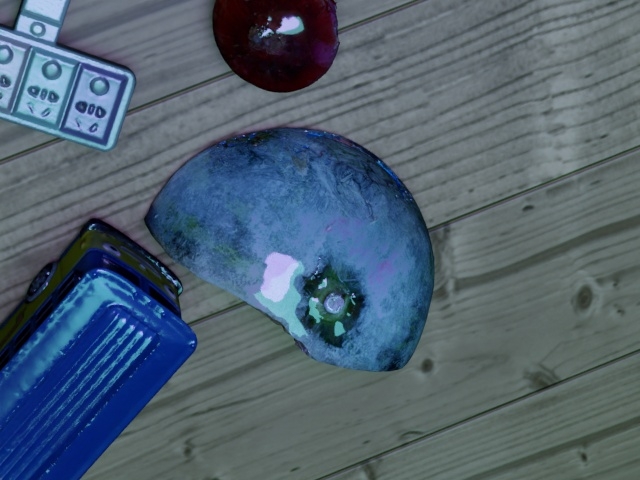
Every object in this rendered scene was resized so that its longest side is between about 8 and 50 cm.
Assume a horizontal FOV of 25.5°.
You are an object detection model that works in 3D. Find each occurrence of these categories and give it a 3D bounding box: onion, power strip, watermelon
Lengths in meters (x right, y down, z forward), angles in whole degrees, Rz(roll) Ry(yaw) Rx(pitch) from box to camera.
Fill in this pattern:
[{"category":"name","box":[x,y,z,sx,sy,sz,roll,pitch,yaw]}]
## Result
[{"category":"onion","box":[-0.043,-0.210,1.386,0.131,0.131,0.131,-4,113,-10]},{"category":"power strip","box":[-0.284,-0.186,1.383,0.215,0.061,0.145,18,100,-19]},{"category":"watermelon","box":[0.001,0.003,1.451,0.321,0.175,0.188,21,107,-20]}]

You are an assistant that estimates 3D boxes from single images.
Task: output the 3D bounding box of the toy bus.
[{"category":"toy bus","box":[-0.269,0.136,1.447,0.138,0.175,0.288,38,100,-22]}]
